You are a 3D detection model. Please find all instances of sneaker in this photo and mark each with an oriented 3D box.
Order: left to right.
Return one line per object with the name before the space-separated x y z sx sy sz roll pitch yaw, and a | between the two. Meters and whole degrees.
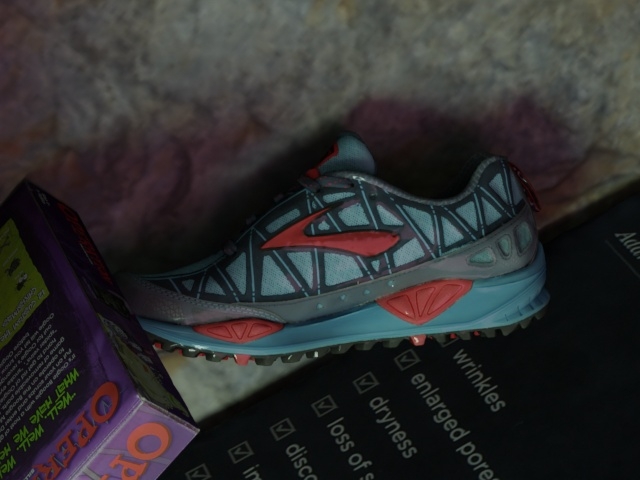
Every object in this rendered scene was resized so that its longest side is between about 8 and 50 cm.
sneaker | 0.000 0.000 1.046 0.261 0.104 0.125 -6 95 -14

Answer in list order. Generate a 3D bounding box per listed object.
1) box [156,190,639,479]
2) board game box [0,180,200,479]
box | 0.137 0.287 1.029 0.471 0.480 0.297 -30 129 -4
board game box | -0.223 0.154 0.956 0.347 0.208 0.056 -47 126 10
